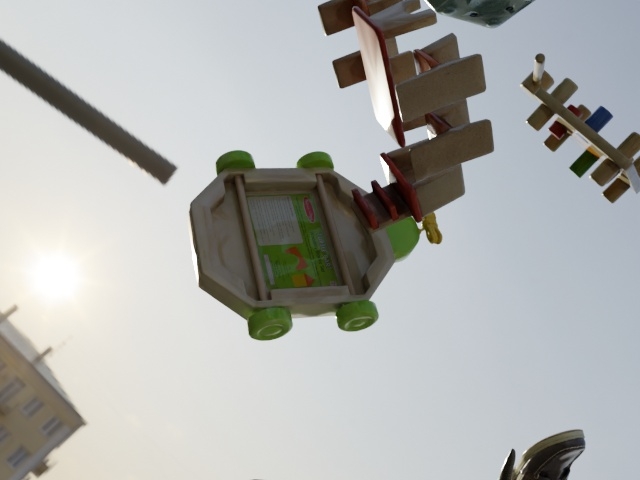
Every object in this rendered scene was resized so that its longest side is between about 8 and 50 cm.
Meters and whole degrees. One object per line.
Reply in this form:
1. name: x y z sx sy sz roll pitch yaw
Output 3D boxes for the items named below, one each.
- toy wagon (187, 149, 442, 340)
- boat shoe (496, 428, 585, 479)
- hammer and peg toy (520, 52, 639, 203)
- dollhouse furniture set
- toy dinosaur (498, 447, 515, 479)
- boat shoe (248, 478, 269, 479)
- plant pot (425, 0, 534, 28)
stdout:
1. toy wagon: 0.000 0.000 0.997 0.068 0.344 0.267 117 -36 -52
2. boat shoe: 0.410 0.444 1.358 0.285 0.102 0.092 116 -33 -43
3. hammer and peg toy: 0.542 -0.246 1.594 0.361 0.127 0.266 49 15 25
4. dollhouse furniture set: 0.081 -0.143 0.862 0.262 0.135 0.259 -118 -172 -51
5. toy dinosaur: 0.249 0.334 0.756 0.160 0.121 0.314 3 -70 36
6. boat shoe: -0.058 0.265 0.468 0.110 0.307 0.105 23 -58 -1
7. plant pot: 0.300 -0.540 1.339 0.247 0.247 0.253 -25 -117 60
